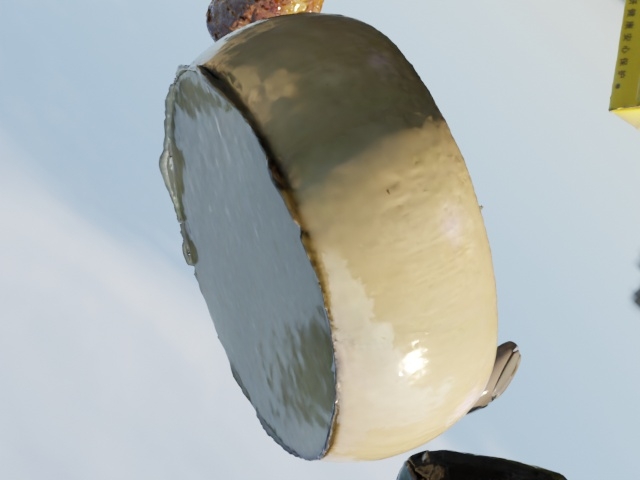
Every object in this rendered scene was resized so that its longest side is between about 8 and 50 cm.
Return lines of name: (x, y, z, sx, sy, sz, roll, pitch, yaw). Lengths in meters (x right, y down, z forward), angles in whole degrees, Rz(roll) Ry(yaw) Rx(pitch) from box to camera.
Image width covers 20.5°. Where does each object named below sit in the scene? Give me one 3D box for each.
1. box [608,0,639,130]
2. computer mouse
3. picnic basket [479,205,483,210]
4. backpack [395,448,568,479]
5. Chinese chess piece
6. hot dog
box: (0.394, -0.165, 1.729, 0.097, 0.168, 0.265, 1, 164, 39)
computer mouse: (0.164, 0.142, 1.758, 0.039, 0.096, 0.066, 54, 180, 17)
picnic basket: (0.138, -0.036, 1.872, 0.083, 0.065, 0.083, 36, -134, -55)
backpack: (0.149, 0.332, 1.766, 0.207, 0.253, 0.140, 7, 149, 18)
Chinese chess piece: (0.000, 0.000, 1.315, 0.338, 0.141, 0.338, 161, 90, -72)
hot dog: (-0.050, -0.233, 1.645, 0.065, 0.147, 0.099, -17, -123, -48)
